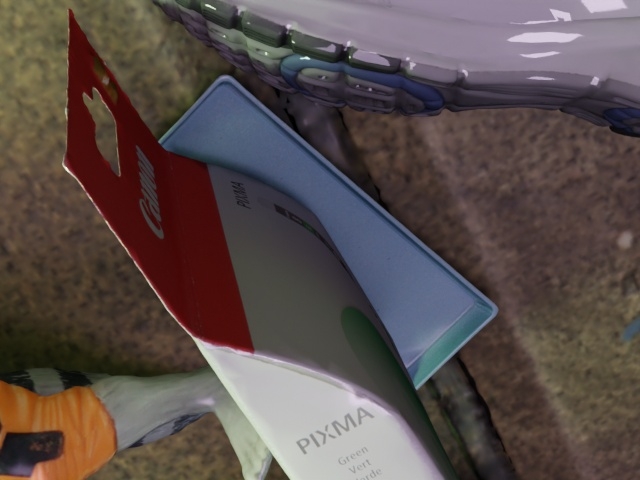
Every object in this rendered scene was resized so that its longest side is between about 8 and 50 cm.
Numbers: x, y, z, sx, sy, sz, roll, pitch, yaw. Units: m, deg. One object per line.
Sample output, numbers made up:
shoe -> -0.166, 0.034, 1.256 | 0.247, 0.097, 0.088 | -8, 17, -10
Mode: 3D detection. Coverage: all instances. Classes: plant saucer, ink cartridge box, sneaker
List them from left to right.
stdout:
ink cartridge box -> -0.020, 0.014, 0.536 | 0.056, 0.181, 0.225 | -28, 117, 3
plant saucer -> 0.000, 0.000, 0.645 | 0.067, 0.018, 0.192 | -45, 117, 12
sneaker -> 0.074, -0.115, 0.567 | 0.297, 0.111, 0.129 | 5, 87, -6

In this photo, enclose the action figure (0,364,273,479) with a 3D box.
action figure -> -0.222, 0.117, 0.615 | 0.330, 0.179, 0.341 | 17, 142, -13
